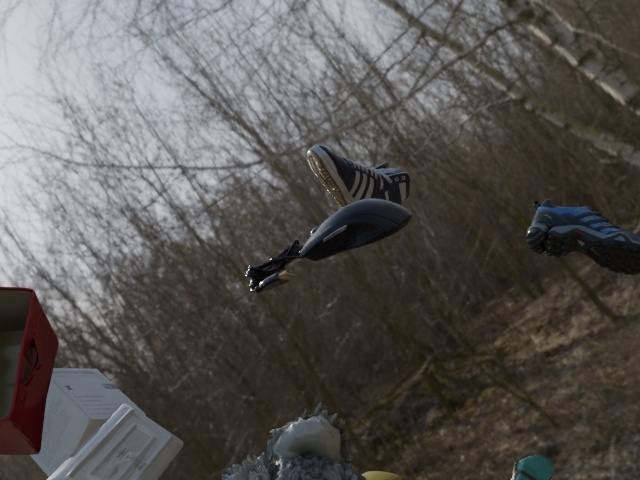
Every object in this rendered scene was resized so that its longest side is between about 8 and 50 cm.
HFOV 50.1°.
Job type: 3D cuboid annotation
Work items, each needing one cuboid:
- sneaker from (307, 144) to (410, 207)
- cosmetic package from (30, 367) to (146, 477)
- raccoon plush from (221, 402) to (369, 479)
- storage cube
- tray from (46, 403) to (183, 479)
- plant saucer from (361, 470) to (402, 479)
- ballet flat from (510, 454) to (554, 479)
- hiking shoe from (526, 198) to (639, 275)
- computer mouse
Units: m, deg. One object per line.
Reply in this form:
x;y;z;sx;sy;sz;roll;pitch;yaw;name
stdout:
0.092;-0.143;1.485;0.153;0.099;0.282;-43;-48;-3;sneaker
-0.484;0.366;1.369;0.151;0.184;0.151;19;-80;-58;cosmetic package
-0.145;0.270;0.629;0.446;0.216;0.299;13;45;41;raccoon plush
-0.484;0.185;0.945;0.215;0.183;0.193;2;-30;-9;storage cube
-0.350;0.385;1.204;0.030;0.145;0.270;-57;-3;22;tray
0.046;0.753;1.817;0.333;0.081;0.332;-18;-48;-20;plant saucer
0.455;0.554;1.529;0.241;0.091;0.077;-11;-54;-56;ballet flat
0.621;-0.019;1.522;0.113;0.304;0.132;84;-154;-55;hiking shoe
0.000;0.000;1.031;0.262;0.060;0.184;-19;12;35;computer mouse
